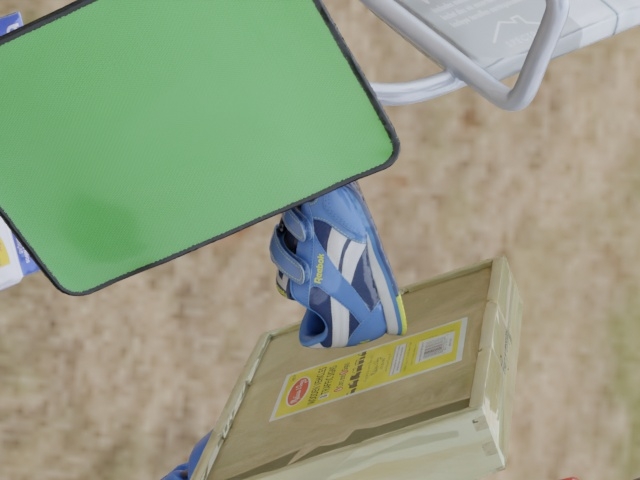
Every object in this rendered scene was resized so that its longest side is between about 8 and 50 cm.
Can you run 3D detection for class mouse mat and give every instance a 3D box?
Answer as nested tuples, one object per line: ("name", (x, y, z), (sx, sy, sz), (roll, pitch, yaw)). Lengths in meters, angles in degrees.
("mouse mat", (-0.074, -0.056, 0.911), (0.007, 0.189, 0.152), (-99, 162, -51))

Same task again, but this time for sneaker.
("sneaker", (0.000, 0.000, 0.992), (0.053, 0.059, 0.144), (-108, 178, -57))

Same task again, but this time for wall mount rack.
("wall mount rack", (0.091, -0.217, 1.137), (0.350, 0.304, 0.130), (-25, 145, -37))

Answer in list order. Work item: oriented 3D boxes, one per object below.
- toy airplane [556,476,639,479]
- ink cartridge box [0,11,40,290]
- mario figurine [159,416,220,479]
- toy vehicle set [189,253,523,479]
("toy airplane", (0.236, 0.384, 1.329), (0.384, 0.386, 0.272), (-60, 156, -25))
("ink cartridge box", (-0.316, -0.025, 1.279), (0.311, 0.065, 0.186), (-23, 108, -34))
("mario figurine", (-0.108, 0.246, 1.341), (0.198, 0.320, 0.170), (31, 30, -38))
("toy vehicle set", (0.027, 0.086, 1.097), (0.267, 0.166, 0.035), (-64, 134, -72))
